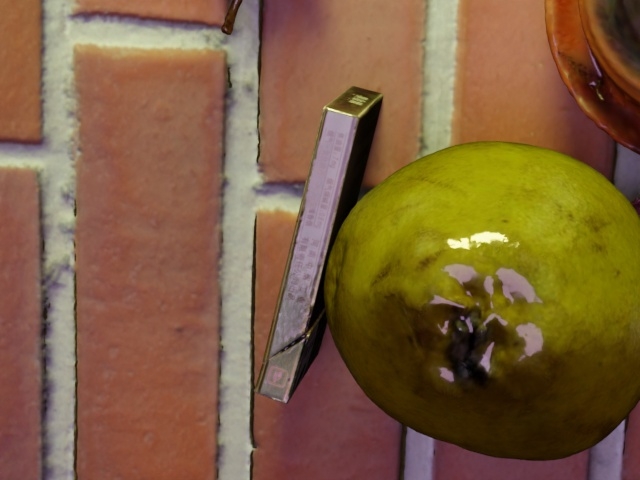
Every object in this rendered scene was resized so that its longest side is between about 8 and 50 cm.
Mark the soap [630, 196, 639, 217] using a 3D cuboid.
[{"bbox_3d":[0.462,-0.025,1.629,0.250,0.099,0.162,-33,57,17],"label":"soap"}]

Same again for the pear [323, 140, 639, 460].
[{"bbox_3d":[0.182,0.058,1.589,0.351,0.413,0.352,0,86,8],"label":"pear"}]

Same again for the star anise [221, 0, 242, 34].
[{"bbox_3d":[-0.035,-0.349,1.681,0.177,0.073,0.234,-6,96,5],"label":"star anise"}]

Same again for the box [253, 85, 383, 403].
[{"bbox_3d":[0.000,0.000,1.708,0.047,0.180,0.325,15,105,6],"label":"box"}]

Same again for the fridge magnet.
[{"bbox_3d":[0.407,-0.250,1.575,0.363,0.155,0.364,-1,86,19],"label":"fridge magnet"}]
